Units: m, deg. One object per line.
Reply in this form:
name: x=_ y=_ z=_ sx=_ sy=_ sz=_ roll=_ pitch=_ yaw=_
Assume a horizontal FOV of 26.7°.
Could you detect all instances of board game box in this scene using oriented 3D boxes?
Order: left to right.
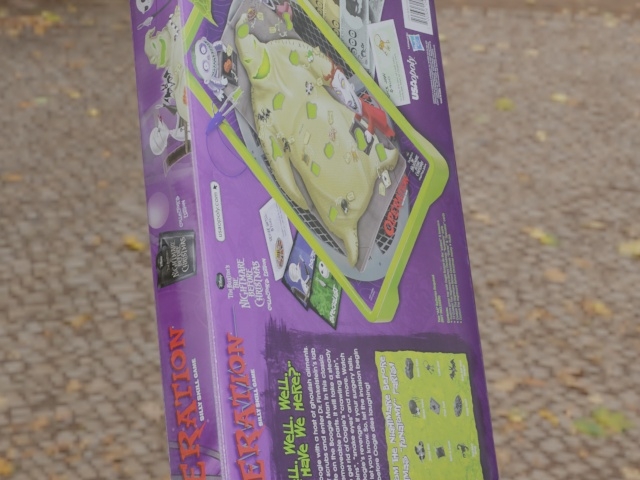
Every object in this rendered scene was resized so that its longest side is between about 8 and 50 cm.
board game box: x=0.000 y=0.000 z=0.735 sx=0.056 sy=0.346 sz=0.208 roll=-17 pitch=-17 yaw=39
